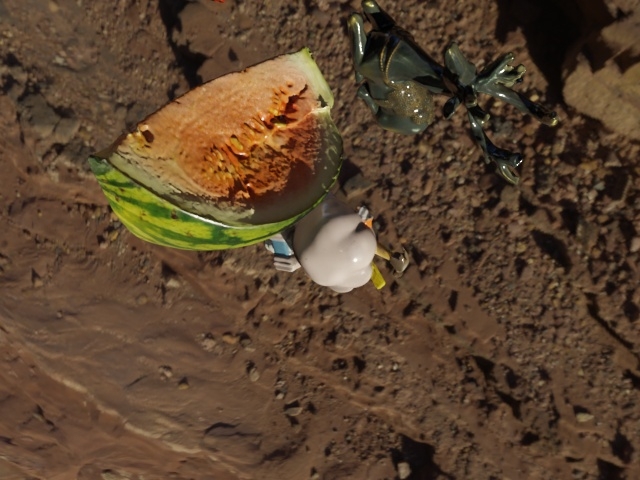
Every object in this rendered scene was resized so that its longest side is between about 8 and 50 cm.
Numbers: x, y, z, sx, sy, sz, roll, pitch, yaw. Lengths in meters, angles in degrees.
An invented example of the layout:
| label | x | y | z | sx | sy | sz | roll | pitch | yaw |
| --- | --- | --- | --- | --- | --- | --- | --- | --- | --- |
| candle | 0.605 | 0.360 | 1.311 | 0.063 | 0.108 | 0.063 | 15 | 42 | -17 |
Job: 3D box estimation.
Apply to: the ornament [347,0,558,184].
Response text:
| label | x | y | z | sx | sy | sz | roll | pitch | yaw |
| --- | --- | --- | --- | --- | --- | --- | --- | --- | --- |
| ornament | 0.139 | -0.138 | 0.680 | 0.236 | 0.202 | 0.080 | 35 | 79 | 31 |

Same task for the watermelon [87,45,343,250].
| label | x | y | z | sx | sy | sz | roll | pitch | yaw |
| --- | --- | --- | --- | --- | --- | --- | --- | --- | --- |
| watermelon | -0.061 | -0.061 | 0.617 | 0.128 | 0.159 | 0.303 | 24 | 40 | 24 |

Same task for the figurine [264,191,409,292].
| label | x | y | z | sx | sy | sz | roll | pitch | yaw |
| --- | --- | --- | --- | --- | --- | --- | --- | --- | --- |
| figurine | 0.000 | 0.000 | 0.829 | 0.111 | 0.228 | 0.138 | -18 | 110 | -41 |

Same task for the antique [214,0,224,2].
| label | x | y | z | sx | sy | sz | roll | pitch | yaw |
| --- | --- | --- | --- | --- | --- | --- | --- | --- | --- |
| antique | -0.157 | -0.408 | 0.943 | 0.103 | 0.104 | 0.104 | 7 | 70 | -18 |
